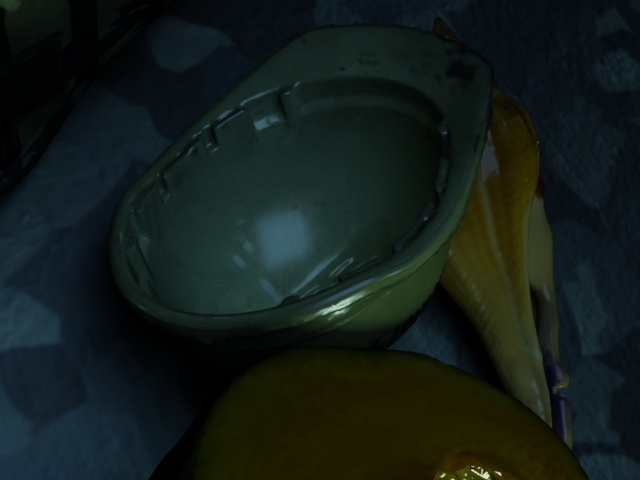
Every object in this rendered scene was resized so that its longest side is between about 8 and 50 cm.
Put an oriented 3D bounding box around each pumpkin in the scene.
[{"bbox_3d":[-0.014,0.154,0.654,0.312,0.169,0.148,1,60,-39],"label":"pumpkin"}]

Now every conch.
[{"bbox_3d":[0.107,0.014,0.806,0.093,0.109,0.330,-7,90,14],"label":"conch"}]

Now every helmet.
[{"bbox_3d":[0.003,0.000,0.736,0.204,0.137,0.257,20,55,34],"label":"helmet"}]

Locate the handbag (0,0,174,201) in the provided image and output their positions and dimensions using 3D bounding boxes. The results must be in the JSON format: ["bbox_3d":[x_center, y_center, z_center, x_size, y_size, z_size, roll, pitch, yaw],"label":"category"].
[{"bbox_3d":[-0.130,-0.213,0.671,0.162,0.325,0.327,28,58,-4],"label":"handbag"}]
